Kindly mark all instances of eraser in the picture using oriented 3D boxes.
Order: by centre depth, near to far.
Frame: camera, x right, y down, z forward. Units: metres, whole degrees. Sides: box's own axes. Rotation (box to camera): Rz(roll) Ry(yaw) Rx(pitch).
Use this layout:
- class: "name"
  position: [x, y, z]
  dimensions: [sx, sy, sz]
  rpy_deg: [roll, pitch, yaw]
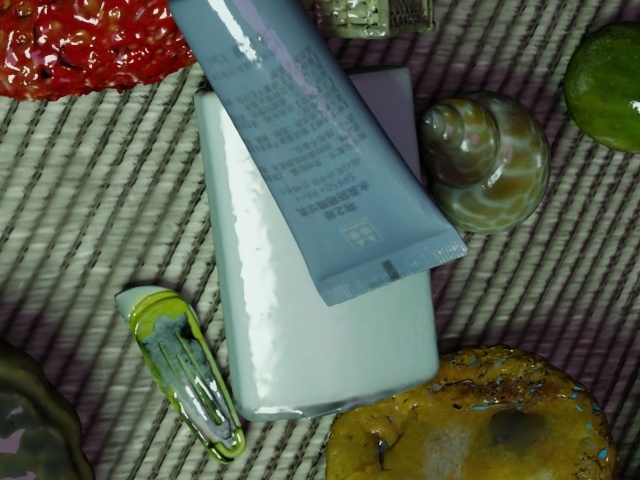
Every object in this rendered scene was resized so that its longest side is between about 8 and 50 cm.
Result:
- class: "eraser"
  position: [0.000, 0.000, 1.209]
  dimensions: [0.189, 0.104, 0.290]
  rpy_deg: [-9, 102, -12]

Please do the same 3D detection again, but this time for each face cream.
- class: "face cream"
  position: [-0.031, -0.120, 1.072]
  dimensions: [0.136, 0.086, 0.385]
  rpy_deg: [-22, 112, 24]

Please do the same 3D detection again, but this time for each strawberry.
- class: "strawberry"
  position: [-0.171, -0.194, 1.105]
  dimensions: [0.236, 0.111, 0.190]
  rpy_deg: [-37, 112, -10]

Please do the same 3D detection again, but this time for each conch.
- class: "conch"
  position: [0.152, -0.073, 1.257]
  dimensions: [0.116, 0.106, 0.173]
  rpy_deg: [-16, 120, 2]

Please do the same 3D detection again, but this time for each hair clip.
- class: "hair clip"
  position: [-0.117, 0.115, 1.223]
  dimensions: [0.060, 0.033, 0.188]
  rpy_deg: [-31, 106, -15]

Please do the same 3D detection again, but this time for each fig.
- class: "fig"
  position: [0.304, -0.135, 1.271]
  dimensions: [0.123, 0.156, 0.123]
  rpy_deg: [-7, 108, -22]

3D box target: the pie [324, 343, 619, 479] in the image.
- class: "pie"
  position: [0.132, 0.196, 1.221]
  dimensions: [0.273, 0.273, 0.069]
  rpy_deg: [-40, 139, -10]

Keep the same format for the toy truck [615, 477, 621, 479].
- class: "toy truck"
  position: [0.214, 0.263, 1.317]
  dimensions: [0.213, 0.161, 0.177]
  rpy_deg: [37, 69, -29]

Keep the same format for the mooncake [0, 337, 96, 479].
- class: "mooncake"
  position: [-0.320, 0.201, 1.091]
  dimensions: [0.290, 0.161, 0.290]
  rpy_deg: [-4, 100, -24]

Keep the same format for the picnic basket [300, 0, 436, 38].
- class: "picnic basket"
  position: [0.019, -0.266, 1.138]
  dimensions: [0.134, 0.154, 0.196]
  rpy_deg: [1, 102, 20]
